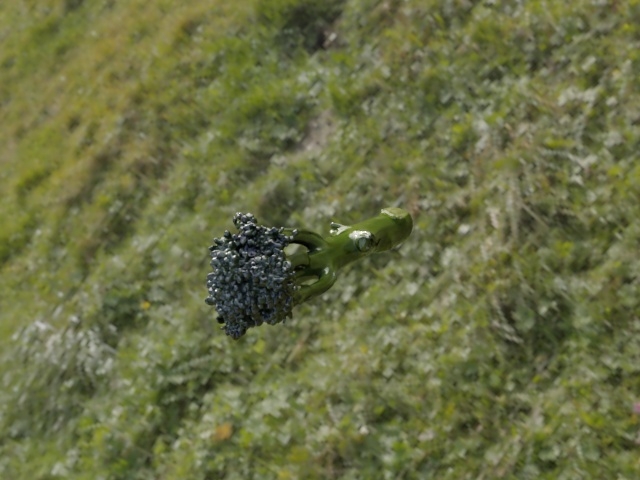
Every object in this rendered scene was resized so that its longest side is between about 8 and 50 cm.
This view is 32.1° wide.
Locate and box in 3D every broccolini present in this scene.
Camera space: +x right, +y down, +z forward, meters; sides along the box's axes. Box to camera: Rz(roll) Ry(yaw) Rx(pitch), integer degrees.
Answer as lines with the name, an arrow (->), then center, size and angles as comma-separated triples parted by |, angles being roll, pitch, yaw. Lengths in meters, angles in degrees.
broccolini -> -0.002, 0.001, 0.682 | 0.216, 0.058, 0.067 | -29, -43, -62
